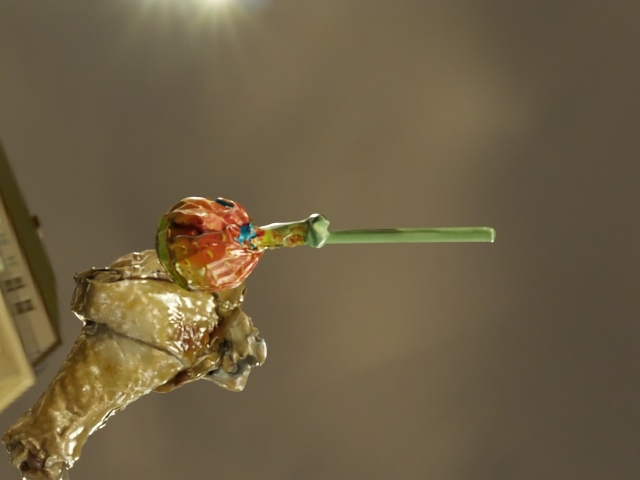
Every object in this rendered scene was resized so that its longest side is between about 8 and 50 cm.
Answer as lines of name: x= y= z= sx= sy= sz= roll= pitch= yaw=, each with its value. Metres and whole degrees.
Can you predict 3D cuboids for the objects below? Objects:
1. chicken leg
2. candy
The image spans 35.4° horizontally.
chicken leg: x=-0.129 y=0.074 z=0.669 sx=0.125 sy=0.196 sz=0.080 roll=61 pitch=-25 yaw=-2
candy: x=0.000 y=0.000 z=0.581 sx=0.201 sy=0.060 sz=0.060 roll=-3 pitch=-74 yaw=14
